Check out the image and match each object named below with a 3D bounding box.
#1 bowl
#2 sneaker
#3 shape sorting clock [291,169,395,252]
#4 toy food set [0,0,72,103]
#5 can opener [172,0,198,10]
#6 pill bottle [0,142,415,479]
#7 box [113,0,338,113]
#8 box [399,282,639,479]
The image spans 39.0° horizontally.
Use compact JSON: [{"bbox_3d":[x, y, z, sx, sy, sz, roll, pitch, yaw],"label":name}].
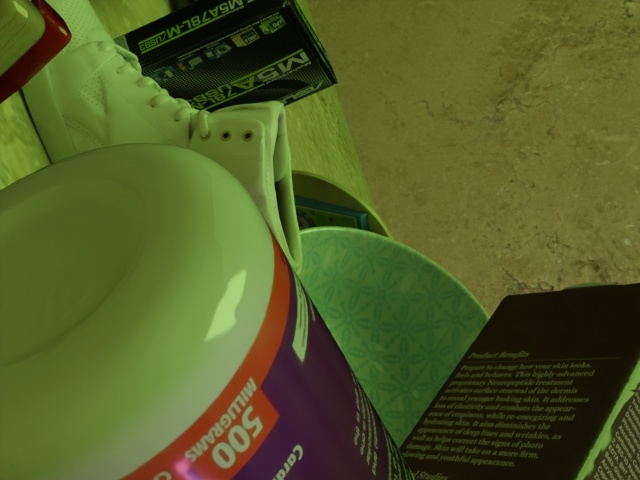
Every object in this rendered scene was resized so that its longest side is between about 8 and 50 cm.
[{"bbox_3d":[0.033,0.139,0.934,0.289,0.289,0.156,-102,-149,-44],"label":"bowl"},{"bbox_3d":[-0.109,-0.087,0.657,0.108,0.169,0.292,-1,69,-79],"label":"sneaker"},{"bbox_3d":[0.000,0.000,1.071,0.040,0.206,0.206,-59,135,-40],"label":"shape sorting clock"},{"bbox_3d":[-0.208,-0.117,0.467,0.111,0.104,0.232,46,4,-37],"label":"toy food set"},{"bbox_3d":[-0.188,-0.366,1.173,0.093,0.074,0.280,-16,83,-47],"label":"can opener"},{"bbox_3d":[-0.057,0.119,0.462,0.181,0.181,0.323,-100,166,-48],"label":"pill bottle"},{"bbox_3d":[-0.095,-0.150,0.808,0.184,0.190,0.045,44,25,-72],"label":"box"},{"bbox_3d":[0.165,0.203,0.718,0.381,0.191,0.143,-49,113,-33],"label":"box"}]
